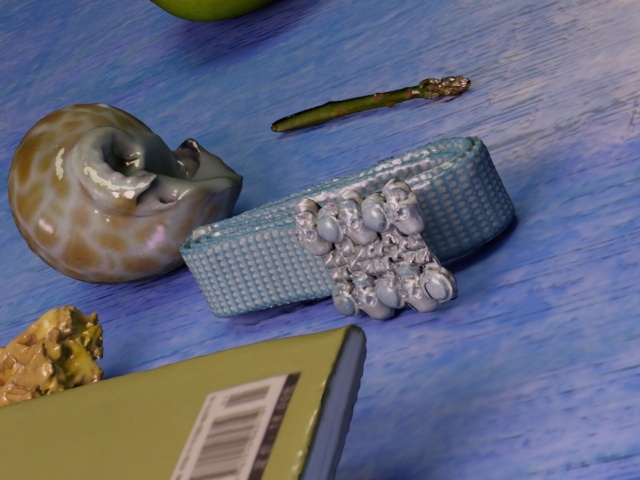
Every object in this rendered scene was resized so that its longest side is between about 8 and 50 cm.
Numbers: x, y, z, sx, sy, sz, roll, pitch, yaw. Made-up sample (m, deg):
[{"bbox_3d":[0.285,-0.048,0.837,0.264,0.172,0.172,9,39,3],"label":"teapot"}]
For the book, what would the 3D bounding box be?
[{"bbox_3d":[-0.146,0.154,0.678,0.352,0.035,0.239,-16,39,36],"label":"book"}]

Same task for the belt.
[{"bbox_3d":[0.002,0.004,0.837,0.179,0.065,0.100,-19,16,36],"label":"belt"}]

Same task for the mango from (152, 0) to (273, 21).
[{"bbox_3d":[-0.074,-0.260,1.403,0.185,0.149,0.273,-27,26,-5],"label":"mango"}]

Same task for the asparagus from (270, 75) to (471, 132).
[{"bbox_3d":[0.028,-0.081,1.049,0.013,0.016,0.166,6,-11,-43],"label":"asparagus"}]

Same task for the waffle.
[{"bbox_3d":[-0.135,0.095,0.830,0.149,0.051,0.194,-34,22,1],"label":"waffle"}]

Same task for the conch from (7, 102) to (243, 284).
[{"bbox_3d":[-0.121,-0.022,1.010,0.173,0.106,0.116,16,26,40],"label":"conch"}]
